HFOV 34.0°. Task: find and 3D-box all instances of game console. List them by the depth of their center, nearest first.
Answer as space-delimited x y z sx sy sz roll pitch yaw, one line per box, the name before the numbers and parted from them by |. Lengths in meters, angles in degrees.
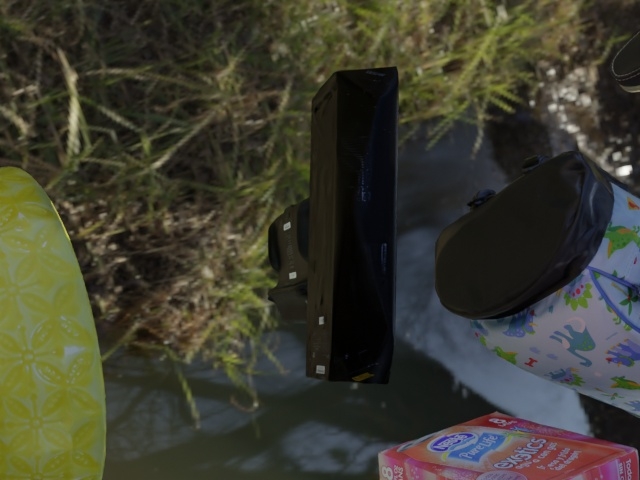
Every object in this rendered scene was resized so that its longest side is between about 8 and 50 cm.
game console | 0.000 0.000 0.838 0.044 0.361 0.213 3 85 -11

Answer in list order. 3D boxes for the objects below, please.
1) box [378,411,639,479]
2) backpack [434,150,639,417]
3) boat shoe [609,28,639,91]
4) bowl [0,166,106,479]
box | 0.153 0.306 0.830 0.142 0.154 0.300 -10 99 -36
backpack | 0.357 0.073 1.257 0.355 0.290 0.273 12 64 -27
boat shoe | 0.374 -0.232 1.061 0.073 0.223 0.080 22 55 -28
bowl | -0.292 0.093 0.810 0.156 0.289 0.289 -10 88 -33
